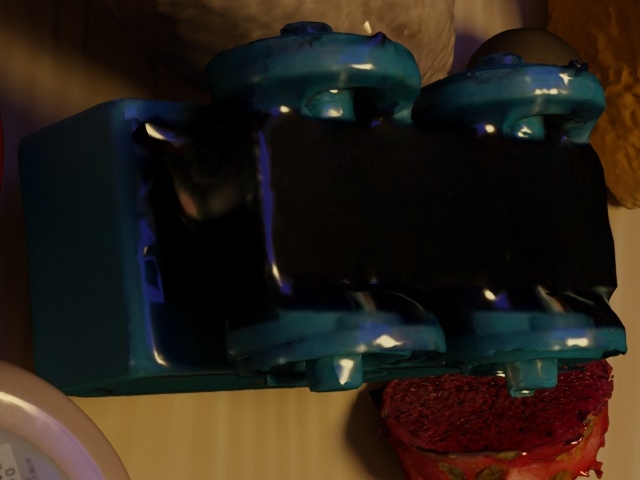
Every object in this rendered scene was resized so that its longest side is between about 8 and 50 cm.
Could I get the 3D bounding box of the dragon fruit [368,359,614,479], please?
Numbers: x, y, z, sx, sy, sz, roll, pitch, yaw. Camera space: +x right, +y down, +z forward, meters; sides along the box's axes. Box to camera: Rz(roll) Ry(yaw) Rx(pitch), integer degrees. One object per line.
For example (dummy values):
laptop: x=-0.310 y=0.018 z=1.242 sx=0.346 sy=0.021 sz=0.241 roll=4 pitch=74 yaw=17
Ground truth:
dragon fruit: x=0.110 y=0.135 z=1.093 sx=0.153 sy=0.153 sz=0.110 roll=-37 pitch=125 yaw=-45

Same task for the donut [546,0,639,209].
donut: x=0.364 y=-0.147 z=1.420 sx=0.435 sy=0.163 sz=0.377 roll=26 pitch=51 yaw=-25

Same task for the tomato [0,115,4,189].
tomato: x=-0.245 y=-0.055 z=0.864 sx=0.195 sy=0.136 sz=0.195 roll=21 pitch=54 yaw=-31

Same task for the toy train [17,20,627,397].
toy train: x=0.000 y=0.000 z=0.948 sx=0.300 sy=0.265 sz=0.188 roll=2 pitch=79 yaw=-40

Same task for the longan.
longan: x=0.151 y=-0.102 z=1.260 sx=0.113 sy=0.092 sz=0.113 roll=38 pitch=25 yaw=-21

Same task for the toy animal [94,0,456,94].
toy animal: x=-0.041 y=-0.179 z=1.050 sx=0.226 sy=0.188 sz=0.358 roll=35 pitch=0 yaw=40

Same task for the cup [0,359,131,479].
cup: x=-0.189 y=0.181 z=0.733 sx=0.192 sy=0.200 sz=0.252 roll=21 pitch=55 yaw=-31
